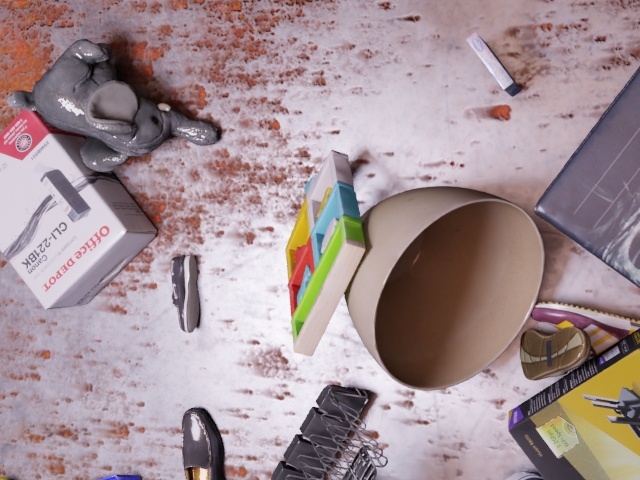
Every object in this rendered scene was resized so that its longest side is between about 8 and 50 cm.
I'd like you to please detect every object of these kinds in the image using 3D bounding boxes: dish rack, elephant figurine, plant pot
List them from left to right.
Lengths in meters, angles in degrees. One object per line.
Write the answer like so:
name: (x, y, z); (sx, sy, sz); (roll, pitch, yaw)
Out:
elephant figurine: (-0.318, -0.191, 1.558); (0.186, 0.169, 0.239); (-47, 74, 7)
dish rack: (0.017, 0.340, 1.415); (0.074, 0.271, 0.208); (25, 101, -21)
plant pot: (0.139, 0.040, 1.391); (0.191, 0.284, 0.284); (37, 104, 49)

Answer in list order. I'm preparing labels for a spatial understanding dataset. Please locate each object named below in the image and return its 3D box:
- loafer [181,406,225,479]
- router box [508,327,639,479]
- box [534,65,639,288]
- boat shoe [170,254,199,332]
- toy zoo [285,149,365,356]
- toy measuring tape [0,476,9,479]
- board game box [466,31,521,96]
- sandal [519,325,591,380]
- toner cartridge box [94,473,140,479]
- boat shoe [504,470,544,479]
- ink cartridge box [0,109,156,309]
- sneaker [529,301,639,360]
loafer: (-0.190, 0.350, 1.583); (0.062, 0.061, 0.170); (-17, 85, 18)
router box: (0.440, 0.299, 1.343); (0.243, 0.081, 0.308); (-37, 92, 16)
box: (0.597, -0.088, 1.211); (0.472, 0.297, 0.479); (37, 101, 12)
boat shoe: (-0.220, 0.086, 1.597); (0.038, 0.046, 0.125); (-4, 87, 18)
toy zoo: (0.000, 0.000, 1.428); (0.030, 0.293, 0.192); (16, 120, -15)
toy measuring tape: (-0.647, 0.515, 1.704); (0.330, 0.121, 0.121); (-42, 79, 14)
board game box: (0.247, -0.249, 1.421); (0.020, 0.090, 0.090); (-37, 80, 15)
sandal: (0.326, 0.155, 1.373); (0.049, 0.180, 0.072); (8, 76, -17)
toner cartridge box: (-0.346, 0.563, 1.590); (0.165, 0.075, 0.347); (-19, 72, 18)
boat shoe: (0.257, 0.475, 1.393); (0.108, 0.102, 0.301); (27, 89, -12)
ink cartridge box: (-0.431, -0.050, 1.626); (0.197, 0.114, 0.273); (-43, 80, 14)
sneaker: (0.379, 0.138, 1.396); (0.186, 0.069, 0.083); (12, 90, 18)
